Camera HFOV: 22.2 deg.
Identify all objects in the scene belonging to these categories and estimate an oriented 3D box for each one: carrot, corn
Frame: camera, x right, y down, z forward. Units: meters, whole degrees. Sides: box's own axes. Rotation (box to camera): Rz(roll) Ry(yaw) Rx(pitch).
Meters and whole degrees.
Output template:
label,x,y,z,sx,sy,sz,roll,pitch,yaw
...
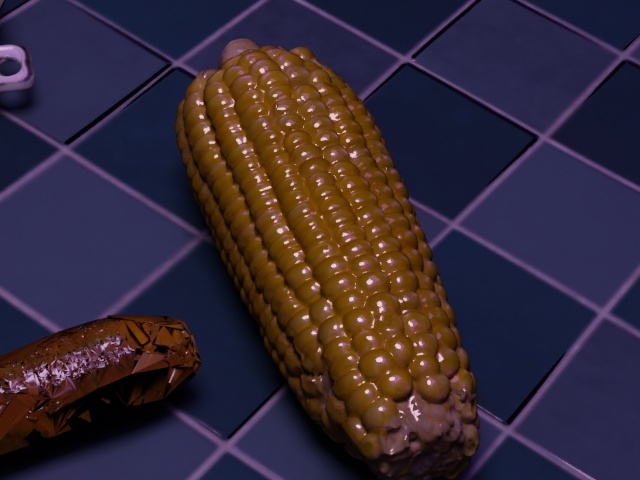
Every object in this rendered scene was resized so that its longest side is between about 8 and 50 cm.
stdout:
label,x,y,z,sx,sy,sz,roll,pitch,yaw
carrot,-0.182,0.097,0.960,0.229,0.069,0.069,-19,52,-22
corn,0.000,0.000,1.033,0.130,0.130,0.347,-11,52,-18

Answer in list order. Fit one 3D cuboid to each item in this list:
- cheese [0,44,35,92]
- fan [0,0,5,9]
label,x,y,z,sx,sy,sz,roll,pitch,yaw
cheese,-0.314,-0.112,1.135,0.228,0.064,0.137,-7,52,-13
fan,-0.306,-0.199,1.191,0.223,0.012,0.294,27,37,31
